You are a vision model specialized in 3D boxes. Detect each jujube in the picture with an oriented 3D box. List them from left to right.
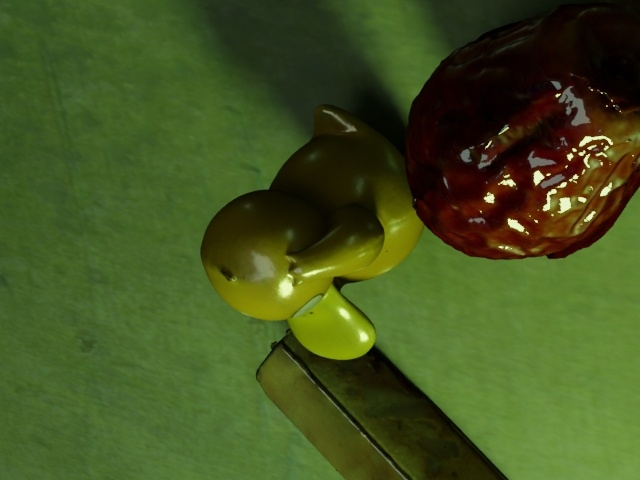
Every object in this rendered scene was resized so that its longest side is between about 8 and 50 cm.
[{"bbox_3d":[0.175,-0.083,1.453,0.197,0.197,0.290,50,152,3],"label":"jujube"}]

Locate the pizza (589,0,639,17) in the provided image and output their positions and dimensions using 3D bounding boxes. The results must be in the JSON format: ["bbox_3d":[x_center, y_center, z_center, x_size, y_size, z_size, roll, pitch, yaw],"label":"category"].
[{"bbox_3d":[0.266,-0.200,1.417,0.100,0.029,0.099,28,128,24],"label":"pizza"}]

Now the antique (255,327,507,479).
[{"bbox_3d":[0.072,0.209,1.866,0.310,0.093,0.087,45,141,8],"label":"antique"}]

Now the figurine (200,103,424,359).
[{"bbox_3d":[0.002,-0.010,1.661,0.215,0.228,0.215,22,153,12],"label":"figurine"}]
